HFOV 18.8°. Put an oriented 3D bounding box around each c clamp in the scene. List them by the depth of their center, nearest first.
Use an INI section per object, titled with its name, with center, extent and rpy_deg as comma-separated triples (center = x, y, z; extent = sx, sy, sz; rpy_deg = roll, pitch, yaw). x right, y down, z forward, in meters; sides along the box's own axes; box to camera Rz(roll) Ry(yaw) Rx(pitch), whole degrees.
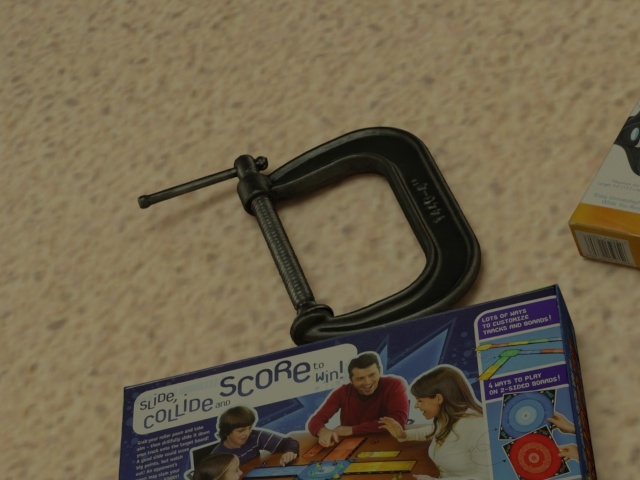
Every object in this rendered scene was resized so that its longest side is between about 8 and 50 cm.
[c clamp]
center = 0.000, 0.000, 0.923
extent = 0.137, 0.022, 0.160
rpy_deg = -26, 42, -7

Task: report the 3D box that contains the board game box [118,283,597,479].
[board game box]
center = 0.013, 0.100, 0.809
extent = 0.201, 0.035, 0.136
rpy_deg = -14, 45, 13

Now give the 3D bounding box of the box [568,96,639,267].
[box]
center = 0.177, -0.042, 0.872
extent = 0.081, 0.028, 0.136
rpy_deg = 12, 53, 34
